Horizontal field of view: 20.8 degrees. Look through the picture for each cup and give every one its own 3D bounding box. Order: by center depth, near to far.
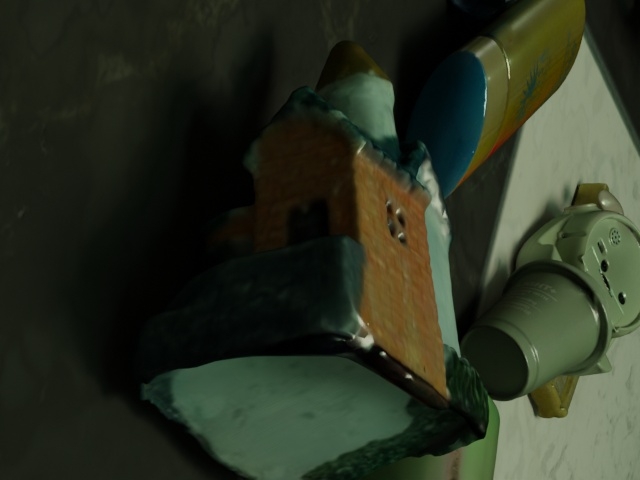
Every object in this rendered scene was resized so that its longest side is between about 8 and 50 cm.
[{"bbox_3d":[0.201,0.089,1.655,0.141,0.120,0.120,-28,120,-50],"label":"cup"}]

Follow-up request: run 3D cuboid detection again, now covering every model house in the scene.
[{"bbox_3d":[0.000,0.000,1.194,0.253,0.184,0.291,39,46,-53],"label":"model house"}]

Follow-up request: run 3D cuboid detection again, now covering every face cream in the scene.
[{"bbox_3d":[0.157,-0.139,1.550,0.285,0.067,0.139,-41,150,-54],"label":"face cream"}]

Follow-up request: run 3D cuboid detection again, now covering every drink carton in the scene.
[{"bbox_3d":[0.081,0.192,1.408,0.144,0.146,0.142,60,35,-51],"label":"drink carton"}]

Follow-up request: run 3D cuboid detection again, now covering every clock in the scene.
[{"bbox_3d":[0.284,0.036,1.798,0.191,0.062,0.151,-42,112,-41],"label":"clock"}]

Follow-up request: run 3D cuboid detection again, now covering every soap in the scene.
[{"bbox_3d":[0.271,0.064,1.872,0.092,0.037,0.252,59,43,-48],"label":"soap"}]

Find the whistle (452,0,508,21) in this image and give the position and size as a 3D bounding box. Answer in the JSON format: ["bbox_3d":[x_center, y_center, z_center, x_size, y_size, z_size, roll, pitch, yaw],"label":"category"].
[{"bbox_3d":[0.201,-0.280,1.635,0.304,0.062,0.062,-43,133,-54],"label":"whistle"}]
